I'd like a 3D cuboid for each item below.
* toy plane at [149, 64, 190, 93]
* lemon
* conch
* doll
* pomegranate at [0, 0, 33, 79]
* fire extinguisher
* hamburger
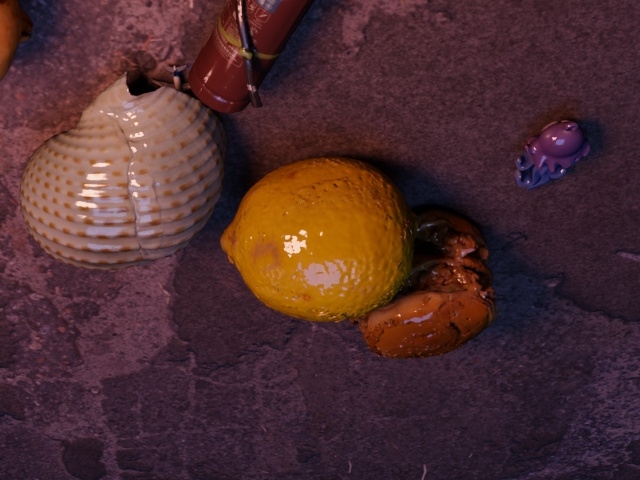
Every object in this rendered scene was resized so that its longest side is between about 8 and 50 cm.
[{"bbox_3d":[-0.204,-0.222,1.579,0.078,0.024,0.084,-1,150,2],"label":"toy plane"},{"bbox_3d":[0.000,0.000,1.694,0.310,0.258,0.258,-2,143,-2],"label":"lemon"},{"bbox_3d":[-0.279,-0.073,1.617,0.303,0.215,0.319,2,153,-25],"label":"conch"},{"bbox_3d":[0.352,-0.129,1.704,0.110,0.067,0.206,-8,156,-16],"label":"doll"},{"bbox_3d":[-0.467,-0.268,1.355,0.209,0.209,0.209,-1,143,-1],"label":"pomegranate"},{"bbox_3d":[-0.061,-0.294,1.407,0.105,0.141,0.341,-15,156,-39],"label":"fire extinguisher"},{"bbox_3d":[0.168,0.088,1.873,0.261,0.211,0.245,-5,149,-4],"label":"hamburger"}]
